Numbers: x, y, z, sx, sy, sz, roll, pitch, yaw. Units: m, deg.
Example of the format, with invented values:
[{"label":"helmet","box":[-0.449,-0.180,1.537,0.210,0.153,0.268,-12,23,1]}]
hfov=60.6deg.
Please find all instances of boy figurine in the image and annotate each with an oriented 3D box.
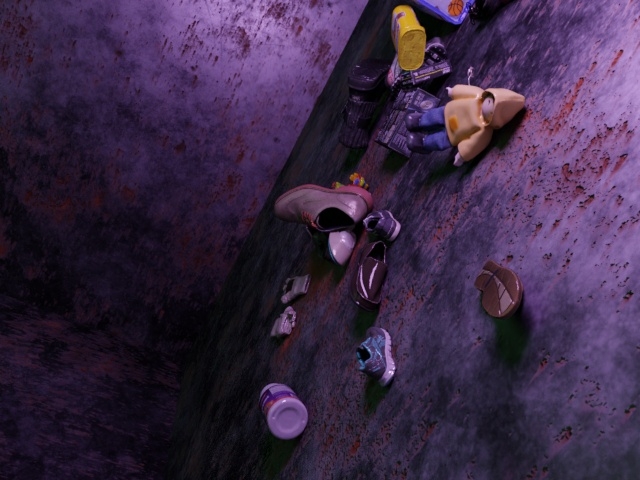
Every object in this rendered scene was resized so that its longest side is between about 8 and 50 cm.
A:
[{"label":"boy figurine","box":[0.308,-0.252,1.182,0.285,0.092,0.177,-2,89,59]}]

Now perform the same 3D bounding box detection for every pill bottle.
[{"label":"pill bottle","box":[-0.108,0.453,1.485,0.108,0.108,0.193,-67,16,-5]}]

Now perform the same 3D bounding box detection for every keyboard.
[{"label":"keyboard","box":[0.404,-0.629,1.420,0.192,0.038,0.100,-14,-56,-74]}]

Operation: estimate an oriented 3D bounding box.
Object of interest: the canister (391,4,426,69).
[{"label":"canister","box":[0.255,-0.601,1.615,0.126,0.073,0.170,87,178,-46]}]

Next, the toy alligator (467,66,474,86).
[{"label":"toy alligator","box":[0.348,-0.325,1.292,0.051,0.056,0.189,17,81,34]}]

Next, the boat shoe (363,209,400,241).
[{"label":"boat shoe","box":[0.152,-0.052,1.478,0.075,0.065,0.206,-63,16,7]}]

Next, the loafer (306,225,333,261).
[{"label":"loafer","box":[0.000,0.000,1.831,0.267,0.084,0.096,-109,34,-71]}]

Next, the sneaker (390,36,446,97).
[{"label":"sneaker","box":[0.305,-0.538,1.699,0.234,0.078,0.106,-42,25,46]}]

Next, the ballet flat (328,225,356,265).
[{"label":"ballet flat","box":[0.071,-0.017,1.677,0.086,0.086,0.248,-57,17,27]}]

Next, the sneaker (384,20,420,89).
[{"label":"sneaker","box":[0.305,-0.636,1.817,0.270,0.090,0.145,-71,17,-7]}]

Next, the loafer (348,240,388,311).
[{"label":"loafer","box":[0.122,0.078,1.352,0.078,0.080,0.220,-52,20,40]}]

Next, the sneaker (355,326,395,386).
[{"label":"sneaker","box":[0.110,0.234,1.172,0.065,0.076,0.166,-58,17,21]}]

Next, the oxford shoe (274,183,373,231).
[{"label":"oxford shoe","box":[-0.017,-0.093,1.680,0.348,0.123,0.130,-4,35,35]}]

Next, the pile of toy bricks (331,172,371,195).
[{"label":"pile of toy bricks","box":[0.087,-0.158,1.769,0.118,0.105,0.212,-59,17,22]}]

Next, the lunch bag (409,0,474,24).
[{"label":"lunch bag","box":[0.279,-0.846,1.666,0.239,0.386,0.328,-58,18,23]}]

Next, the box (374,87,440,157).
[{"label":"box","box":[0.247,-0.343,1.582,0.180,0.078,0.147,-63,16,8]}]

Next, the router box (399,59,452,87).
[{"label":"router box","box":[0.297,-0.474,1.558,0.092,0.123,0.038,-144,34,-73]}]

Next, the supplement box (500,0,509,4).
[{"label":"supplement box","box":[0.503,-0.718,1.332,0.239,0.073,0.130,-68,16,-6]}]

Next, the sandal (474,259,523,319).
[{"label":"sandal","box":[0.294,0.079,0.881,0.072,0.049,0.180,-56,3,12]}]

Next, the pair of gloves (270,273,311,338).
[{"label":"pair of gloves","box":[-0.117,0.235,1.957,0.204,0.042,0.240,-21,47,67]}]

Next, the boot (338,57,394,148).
[{"label":"boot","box":[0.171,-0.502,1.976,0.348,0.131,0.260,-45,-32,-47]}]
